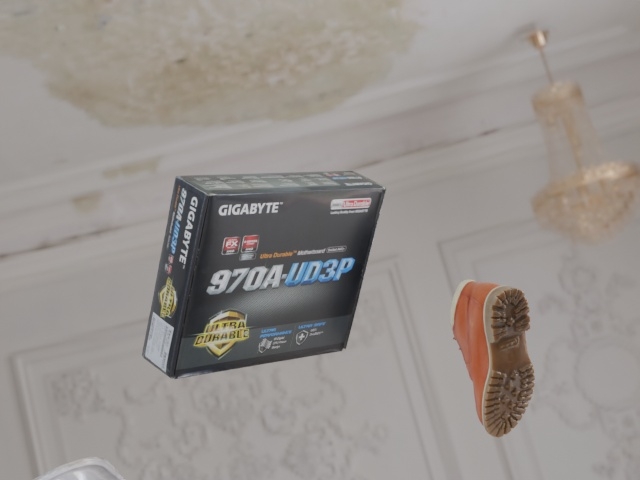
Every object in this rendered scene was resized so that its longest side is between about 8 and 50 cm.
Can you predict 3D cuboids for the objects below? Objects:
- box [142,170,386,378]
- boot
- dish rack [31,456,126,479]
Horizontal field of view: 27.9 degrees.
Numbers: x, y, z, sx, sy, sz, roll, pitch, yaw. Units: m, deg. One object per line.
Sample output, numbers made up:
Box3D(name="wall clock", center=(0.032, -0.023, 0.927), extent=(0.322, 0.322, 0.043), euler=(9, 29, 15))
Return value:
Box3D(name="box", center=(-0.050, 0.027, 1.184), extent=(0.220, 0.175, 0.051), euler=(-4, 24, -44))
Box3D(name="boot", center=(0.167, 0.115, 1.290), extent=(0.059, 0.158, 0.084), euler=(-9, 15, -31))
Box3D(name="dish rack", center=(-0.280, 0.333, 1.206), extent=(0.285, 0.072, 0.333), euler=(-32, -22, -7))
